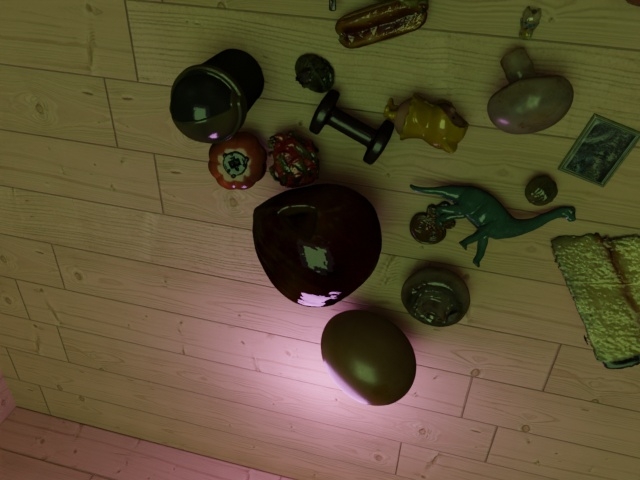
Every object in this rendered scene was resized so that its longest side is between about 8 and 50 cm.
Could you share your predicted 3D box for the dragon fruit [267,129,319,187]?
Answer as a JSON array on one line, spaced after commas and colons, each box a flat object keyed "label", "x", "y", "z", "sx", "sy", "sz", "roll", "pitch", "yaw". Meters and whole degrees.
[{"label": "dragon fruit", "x": -0.085, "y": -0.252, "z": 1.765, "sx": 0.167, "sy": 0.160, "sz": 0.171, "roll": 9, "pitch": 119, "yaw": 58}]

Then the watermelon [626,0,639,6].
[{"label": "watermelon", "x": 0.770, "y": -0.575, "z": 1.252, "sx": 0.257, "sy": 0.192, "sz": 0.139, "roll": 4, "pitch": 156, "yaw": 11}]

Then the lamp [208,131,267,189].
[{"label": "lamp", "x": -0.258, "y": -0.251, "z": 1.805, "sx": 0.188, "sy": 0.164, "sz": 0.187, "roll": 0, "pitch": 108, "yaw": -1}]

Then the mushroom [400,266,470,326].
[{"label": "mushroom", "x": 0.377, "y": 0.193, "z": 1.903, "sx": 0.227, "sy": 0.178, "sz": 0.226, "roll": 14, "pitch": 127, "yaw": 20}]

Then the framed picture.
[{"label": "framed picture", "x": 0.761, "y": -0.240, "z": 1.572, "sx": 0.142, "sy": 0.011, "sz": 0.183, "roll": 23, "pitch": 128, "yaw": 1}]

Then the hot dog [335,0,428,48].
[{"label": "hot dog", "x": 0.158, "y": -0.570, "z": 1.498, "sx": 0.250, "sy": 0.068, "sz": 0.100, "roll": -7, "pitch": 135, "yaw": 25}]

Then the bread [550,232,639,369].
[{"label": "bread", "x": 0.918, "y": 0.169, "z": 1.690, "sx": 0.346, "sy": 0.242, "sz": 0.404, "roll": -19, "pitch": 120, "yaw": 25}]

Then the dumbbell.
[{"label": "dumbbell", "x": 0.089, "y": -0.325, "z": 1.651, "sx": 0.226, "sy": 0.140, "sz": 0.124, "roll": 30, "pitch": 144, "yaw": -3}]

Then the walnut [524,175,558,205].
[{"label": "walnut", "x": 0.629, "y": -0.141, "z": 1.642, "sx": 0.092, "sy": 0.092, "sz": 0.092, "roll": 9, "pitch": 126, "yaw": 12}]

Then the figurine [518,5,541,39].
[{"label": "figurine", "x": 0.514, "y": -0.532, "z": 1.422, "sx": 0.047, "sy": 0.050, "sz": 0.083, "roll": 15, "pitch": 127, "yaw": 15}]

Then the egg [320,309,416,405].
[{"label": "egg", "x": 0.169, "y": 0.412, "z": 2.047, "sx": 0.374, "sy": 0.301, "sz": 0.301, "roll": 46, "pitch": 125, "yaw": -9}]

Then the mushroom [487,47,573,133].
[{"label": "mushroom", "x": 0.522, "y": -0.366, "z": 1.473, "sx": 0.207, "sy": 0.209, "sz": 0.206, "roll": -18, "pitch": 146, "yaw": -13}]

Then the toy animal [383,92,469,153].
[{"label": "toy animal", "x": 0.285, "y": -0.325, "z": 1.582, "sx": 0.230, "sy": 0.156, "sz": 0.156, "roll": 24, "pitch": 128, "yaw": 3}]

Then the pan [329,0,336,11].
[{"label": "pan", "x": 0.033, "y": -0.697, "z": 1.464, "sx": 0.115, "sy": 0.040, "sz": 0.211, "roll": 4, "pitch": 118, "yaw": 14}]

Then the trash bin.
[{"label": "trash bin", "x": -0.288, "y": -0.400, "z": 1.598, "sx": 0.214, "sy": 0.333, "sz": 0.214, "roll": 10, "pitch": 128, "yaw": 13}]

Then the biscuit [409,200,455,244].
[{"label": "biscuit", "x": 0.358, "y": -0.053, "z": 1.828, "sx": 0.124, "sy": 0.026, "sz": 0.175, "roll": 34, "pitch": 128, "yaw": -8}]

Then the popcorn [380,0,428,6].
[{"label": "popcorn", "x": 0.166, "y": -0.685, "z": 1.282, "sx": 0.335, "sy": 0.279, "sz": 0.274, "roll": 45, "pitch": 165, "yaw": -17}]

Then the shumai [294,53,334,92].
[{"label": "shumai", "x": -0.023, "y": -0.462, "z": 1.622, "sx": 0.124, "sy": 0.087, "sz": 0.099, "roll": 30, "pitch": 127, "yaw": -6}]

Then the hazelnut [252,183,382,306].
[{"label": "hazelnut", "x": 0.000, "y": 0.000, "z": 1.763, "sx": 0.402, "sy": 0.401, "sz": 0.429, "roll": 28, "pitch": 166, "yaw": -3}]

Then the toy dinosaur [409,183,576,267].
[{"label": "toy dinosaur", "x": 0.514, "y": -0.119, "z": 1.711, "sx": 0.331, "sy": 0.129, "sz": 0.383, "roll": -39, "pitch": 84, "yaw": 3}]
